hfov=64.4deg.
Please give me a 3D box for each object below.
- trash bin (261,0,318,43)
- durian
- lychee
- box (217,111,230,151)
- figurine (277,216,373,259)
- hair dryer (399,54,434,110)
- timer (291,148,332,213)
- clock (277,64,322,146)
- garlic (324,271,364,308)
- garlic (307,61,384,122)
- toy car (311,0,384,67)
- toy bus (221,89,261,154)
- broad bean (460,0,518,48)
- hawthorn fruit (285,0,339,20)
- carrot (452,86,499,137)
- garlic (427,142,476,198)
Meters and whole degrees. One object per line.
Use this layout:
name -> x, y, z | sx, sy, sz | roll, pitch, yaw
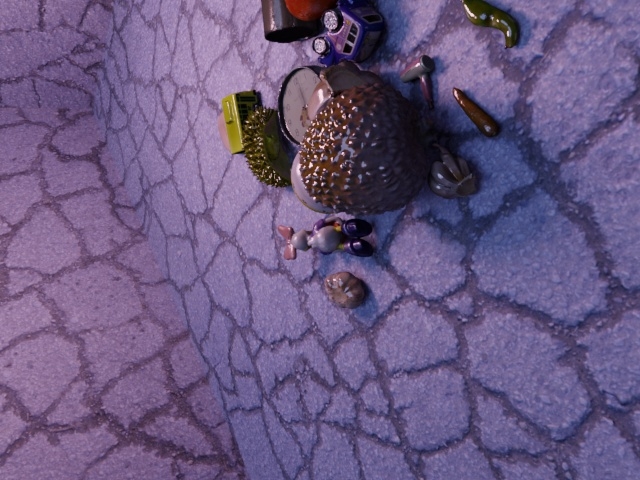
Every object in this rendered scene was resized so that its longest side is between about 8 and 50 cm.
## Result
trash bin -> -0.117, -0.881, 1.806 | 0.252, 0.203, 0.301 | -145, 50, -74
durian -> -0.225, -0.382, 2.088 | 0.157, 0.170, 0.355 | -11, 90, 57
lychee -> 0.129, -0.257, 1.489 | 0.432, 0.380, 0.380 | -17, 85, 24
box -> -0.402, -0.502, 2.323 | 0.146, 0.088, 0.200 | -30, 77, 48
figurine -> 0.006, -0.001, 1.889 | 0.421, 0.193, 0.154 | -1, 102, 54
hair dryer -> 0.307, -0.467, 1.537 | 0.106, 0.054, 0.154 | -26, 83, 54
timer -> 0.024, -0.217, 1.799 | 0.285, 0.285, 0.285 | 15, 110, 47
clock -> -0.053, -0.508, 1.936 | 0.313, 0.061, 0.312 | 16, 112, 46
garlic -> 0.095, 0.183, 1.899 | 0.159, 0.102, 0.147 | 20, 121, 27
garlic -> 0.078, -0.454, 1.640 | 0.210, 0.237, 0.292 | 36, 168, 6
toy car -> 0.097, -0.657, 1.653 | 0.158, 0.172, 0.235 | 45, 136, 15
toy bus -> -0.333, -0.509, 2.193 | 0.128, 0.150, 0.261 | -5, 97, 51
broad bean -> 0.444, -0.589, 1.343 | 0.213, 0.048, 0.070 | 53, 133, 23
hawthorn fruit -> 0.011, -0.823, 1.597 | 0.272, 0.242, 0.241 | -2, 100, 8
carrot -> 0.431, -0.362, 1.422 | 0.191, 0.047, 0.047 | 60, 137, 26
garlic -> 0.362, -0.209, 1.473 | 0.127, 0.131, 0.194 | -27, 65, 16
